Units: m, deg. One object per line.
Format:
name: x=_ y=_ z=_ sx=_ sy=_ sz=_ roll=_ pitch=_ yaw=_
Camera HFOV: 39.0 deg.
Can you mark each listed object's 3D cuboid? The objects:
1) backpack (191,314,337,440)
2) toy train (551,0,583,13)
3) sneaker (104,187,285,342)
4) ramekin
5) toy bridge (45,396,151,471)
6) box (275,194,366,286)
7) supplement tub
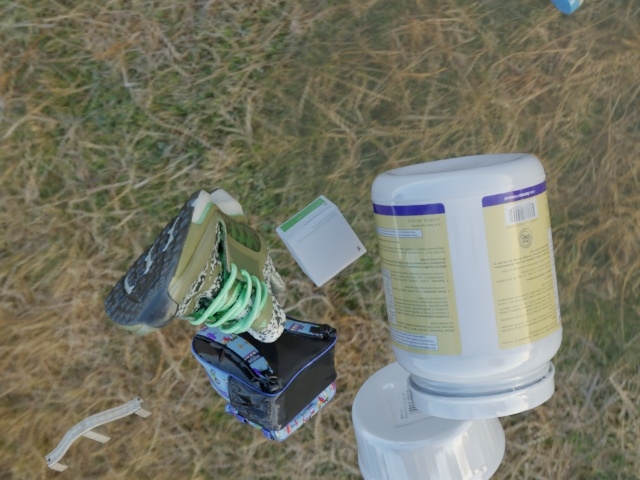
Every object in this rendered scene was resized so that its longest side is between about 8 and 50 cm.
backpack: x=-0.082 y=0.166 z=1.218 sx=0.173 sy=0.158 sz=0.117 roll=21 pitch=130 yaw=31
toy train: x=0.386 y=-0.445 z=1.456 sx=0.143 sy=0.248 sz=0.105 roll=-36 pitch=124 yaw=-3
sneaker: x=-0.109 y=0.046 z=1.052 sx=0.182 sy=0.410 sz=0.158 roll=40 pitch=101 yaw=-2
ramekin: x=0.190 y=0.335 z=1.655 sx=0.277 sy=0.277 sz=0.135 roll=-3 pitch=123 yaw=21
toy bridge: x=-0.355 y=0.299 z=1.421 sx=0.188 sy=0.063 sz=0.026 roll=-33 pitch=57 yaw=7
box: x=0.000 y=0.000 z=1.483 sx=0.101 sy=0.087 sz=0.102 roll=-36 pitch=113 yaw=-5
supplement tub: x=0.207 y=0.057 z=1.262 sx=0.241 sy=0.241 sz=0.331 roll=-4 pitch=100 yaw=22
